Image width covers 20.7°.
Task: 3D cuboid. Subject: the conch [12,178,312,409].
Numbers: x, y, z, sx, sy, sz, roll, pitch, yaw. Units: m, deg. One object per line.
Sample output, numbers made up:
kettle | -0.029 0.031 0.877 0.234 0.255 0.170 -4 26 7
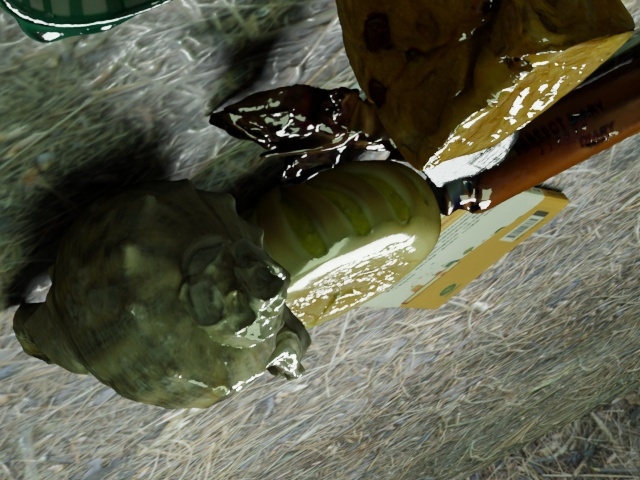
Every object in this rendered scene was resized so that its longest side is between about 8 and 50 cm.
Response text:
conch | -0.115 0.032 1.285 0.210 0.159 0.291 -4 -173 -42

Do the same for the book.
book | 0.139 0.007 1.873 0.208 0.020 0.295 -39 162 19

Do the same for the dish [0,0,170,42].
dish | -0.097 -0.191 0.819 0.224 0.078 0.246 -43 161 31

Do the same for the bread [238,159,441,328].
bread | 0.000 0.000 1.465 0.213 0.105 0.213 -24 164 -7

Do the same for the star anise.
star anise | -0.001 -0.078 1.250 0.212 0.054 0.157 8 167 -42

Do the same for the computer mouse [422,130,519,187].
computer mouse | 0.104 -0.102 1.462 0.099 0.057 0.172 -38 151 22

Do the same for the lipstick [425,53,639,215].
lipstick | 0.285 -0.129 1.664 0.418 0.077 0.077 -26 162 -17

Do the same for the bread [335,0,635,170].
bread | 0.108 -0.148 1.186 0.143 0.149 0.158 -40 162 32
